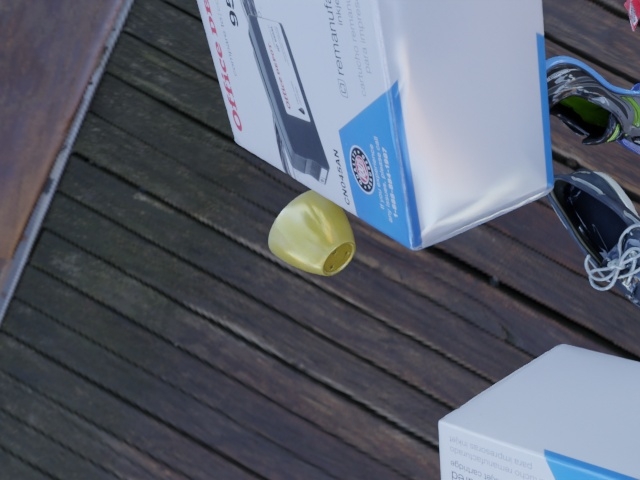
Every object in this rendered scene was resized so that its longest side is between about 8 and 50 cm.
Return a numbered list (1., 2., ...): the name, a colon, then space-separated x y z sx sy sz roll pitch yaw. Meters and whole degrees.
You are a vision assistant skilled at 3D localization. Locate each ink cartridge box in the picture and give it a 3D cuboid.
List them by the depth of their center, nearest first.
1. ink cartridge box: 0.200 0.221 0.583 0.171 0.168 0.232 9 110 43
2. ink cartridge box: 0.027 -0.201 0.825 0.166 0.395 0.285 -23 119 -20

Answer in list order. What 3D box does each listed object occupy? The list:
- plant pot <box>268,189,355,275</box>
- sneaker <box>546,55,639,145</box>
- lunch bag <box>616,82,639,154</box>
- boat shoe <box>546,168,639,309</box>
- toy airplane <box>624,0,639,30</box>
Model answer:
1. plant pot: 0.000 0.000 1.321 0.095 0.134 0.134 43 110 30
2. sneaker: 0.297 -0.120 0.851 0.188 0.078 0.067 20 147 -10
3. lunch bag: 0.456 -0.175 1.187 0.067 0.065 0.098 29 106 -22
4. boat shoe: 0.352 0.012 0.970 0.095 0.079 0.254 -57 46 40
5. toy airplane: 0.395 -0.345 1.078 0.028 0.151 0.151 -26 98 -12
